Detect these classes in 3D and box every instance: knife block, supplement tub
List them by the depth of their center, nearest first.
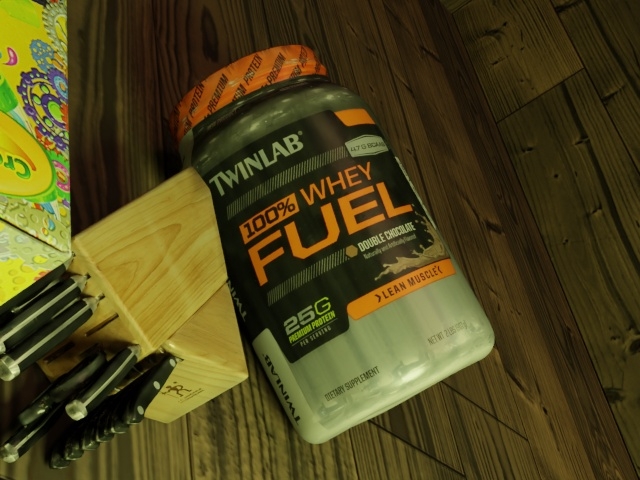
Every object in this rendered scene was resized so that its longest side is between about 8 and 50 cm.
[{"bbox_3d":[-0.168,0.030,0.726,0.242,0.088,0.275,33,33,-47],"label":"knife block"},{"bbox_3d":[0.000,0.000,0.961,0.338,0.207,0.207,61,22,11],"label":"supplement tub"}]

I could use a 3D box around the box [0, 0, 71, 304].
[{"bbox_3d":[-0.262,-0.065,0.390,0.177,0.290,0.279,37,31,-43],"label":"box"}]
